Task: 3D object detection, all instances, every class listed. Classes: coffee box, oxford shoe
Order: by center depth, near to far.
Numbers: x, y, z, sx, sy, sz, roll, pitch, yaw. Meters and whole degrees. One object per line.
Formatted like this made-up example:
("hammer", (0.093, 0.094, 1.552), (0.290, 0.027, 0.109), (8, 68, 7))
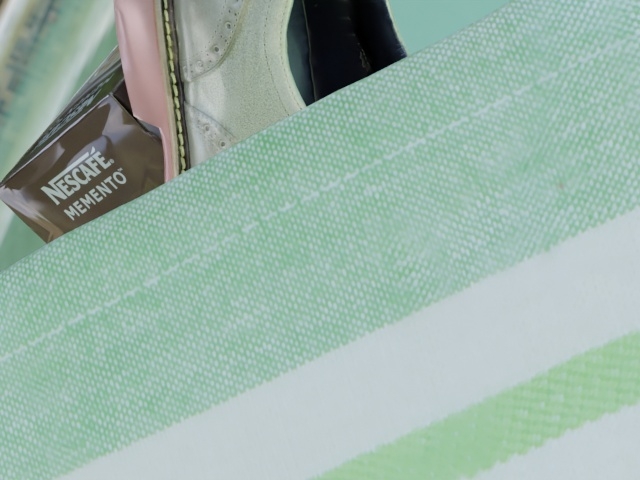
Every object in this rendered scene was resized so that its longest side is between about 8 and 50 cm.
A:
("oxford shoe", (0.000, 0.000, 0.863), (0.146, 0.397, 0.140), (-2, 19, 43))
("coffee box", (-0.079, -0.100, 1.024), (0.141, 0.098, 0.246), (-32, 19, 43))

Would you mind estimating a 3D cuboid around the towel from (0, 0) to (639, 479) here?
("towel", (0.022, 0.137, 0.314), (0.248, 0.038, 0.325), (-26, 74, 15))
